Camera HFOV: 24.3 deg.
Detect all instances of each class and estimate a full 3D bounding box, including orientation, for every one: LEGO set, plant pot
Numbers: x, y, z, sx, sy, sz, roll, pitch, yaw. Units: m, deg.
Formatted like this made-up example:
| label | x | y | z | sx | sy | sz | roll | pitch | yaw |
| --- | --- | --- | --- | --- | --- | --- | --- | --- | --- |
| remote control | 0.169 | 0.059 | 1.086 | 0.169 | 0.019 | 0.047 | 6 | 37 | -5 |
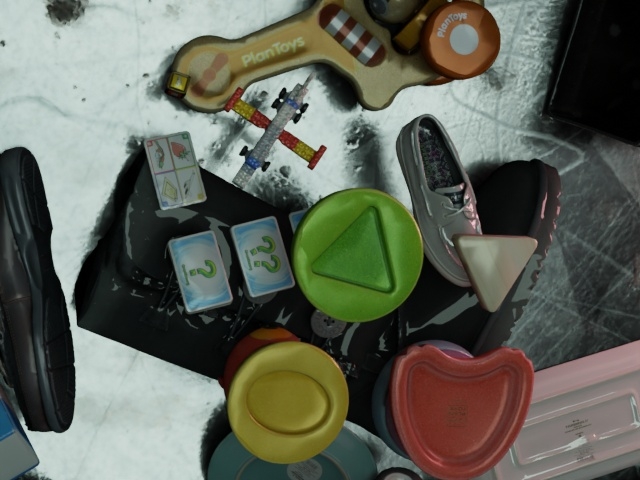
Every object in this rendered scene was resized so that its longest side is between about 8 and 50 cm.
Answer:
| label | x | y | z | sx | sy | sz | roll | pitch | yaw |
| --- | --- | --- | --- | --- | --- | --- | --- | --- | --- |
| LEGO set | -0.077 | -0.066 | 1.504 | 0.182 | 0.060 | 0.244 | -13 | 83 | -16 |
| plant pot | 0.391 | -0.194 | 1.654 | 0.167 | 0.188 | 0.188 | 12 | 100 | -28 |

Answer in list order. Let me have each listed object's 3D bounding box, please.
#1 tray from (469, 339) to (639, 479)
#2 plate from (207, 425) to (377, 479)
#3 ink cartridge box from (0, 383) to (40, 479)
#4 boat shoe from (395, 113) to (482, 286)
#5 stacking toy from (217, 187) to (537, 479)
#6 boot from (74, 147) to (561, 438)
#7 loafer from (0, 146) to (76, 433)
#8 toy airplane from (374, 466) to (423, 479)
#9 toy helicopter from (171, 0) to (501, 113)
| label | x | y | z | sx | sy | sz | roll | pitch | yaw |
| --- | --- | --- | --- | --- | --- | --- | --- | --- | --- |
| tray | 0.295 | 0.218 | 1.740 | 0.270 | 0.030 | 0.145 | -16 | 98 | -11 |
| plate | -0.031 | 0.267 | 1.627 | 0.188 | 0.024 | 0.188 | 0 | 123 | 0 |
| ink cartridge box | -0.389 | 0.175 | 1.505 | 0.139 | 0.191 | 0.082 | -30 | 143 | -8 |
| boat shoe | 0.131 | -0.044 | 1.534 | 0.066 | 0.063 | 0.184 | -10 | 77 | -14 |
| stacking toy | 0.060 | 0.092 | 1.513 | 0.308 | 0.130 | 0.280 | 13 | 93 | -17 |
| boot | -0.001 | 0.002 | 1.612 | 0.445 | 0.146 | 0.367 | 24 | 87 | -9 |
| loafer | -0.325 | 0.057 | 1.566 | 0.095 | 0.109 | 0.303 | -9 | 90 | 8 |
| toy airplane | 0.036 | 0.443 | 1.524 | 0.272 | 0.386 | 0.384 | 42 | 102 | 29 |
| toy helicopter | 0.003 | -0.241 | 1.590 | 0.355 | 0.140 | 0.235 | -21 | 96 | -8 |
